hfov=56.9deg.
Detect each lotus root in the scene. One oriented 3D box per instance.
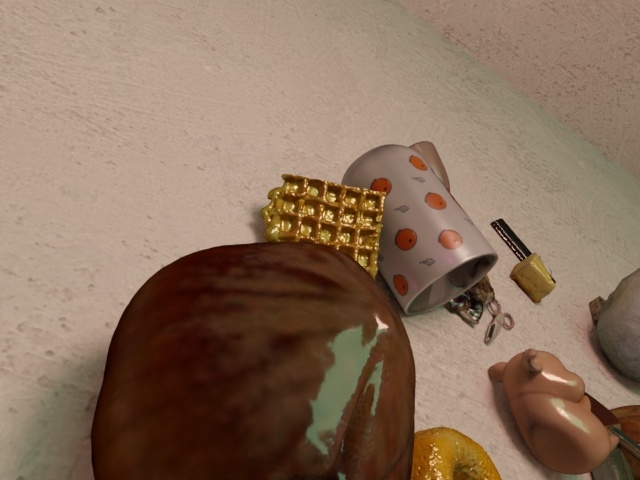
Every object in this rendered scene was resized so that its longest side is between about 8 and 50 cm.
[{"bbox_3d":[0.750,0.440,1.310,0.199,0.180,0.188,32,39,-16],"label":"lotus root"}]

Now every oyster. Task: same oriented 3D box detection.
[{"bbox_3d":[0.316,0.040,1.370,0.271,0.100,0.275,46,27,-23],"label":"oyster"}]

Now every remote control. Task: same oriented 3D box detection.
[{"bbox_3d":[0.584,0.035,1.707,0.063,0.025,0.245,-18,66,-48],"label":"remote control"}]

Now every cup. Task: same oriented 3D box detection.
[{"bbox_3d":[0.182,-0.034,1.214,0.212,0.212,0.317,-4,54,-47],"label":"cup"}]

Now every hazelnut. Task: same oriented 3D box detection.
[{"bbox_3d":[-0.066,0.181,0.646,0.359,0.359,0.409,24,30,-26],"label":"hazelnut"}]

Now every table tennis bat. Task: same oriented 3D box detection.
[{"bbox_3d":[0.593,0.384,1.257,0.154,0.021,0.274,5,25,-38],"label":"table tennis bat"}]

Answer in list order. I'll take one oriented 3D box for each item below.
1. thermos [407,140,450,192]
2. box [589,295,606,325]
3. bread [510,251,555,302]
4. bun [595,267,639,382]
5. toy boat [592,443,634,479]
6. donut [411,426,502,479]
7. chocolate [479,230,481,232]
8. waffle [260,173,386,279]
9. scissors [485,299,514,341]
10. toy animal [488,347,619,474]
[{"bbox_3d":[0.293,-0.148,1.555,0.193,0.105,0.137,68,10,26],"label":"thermos"},{"bbox_3d":[0.835,0.218,1.745,0.062,0.045,0.098,37,34,-9],"label":"box"},{"bbox_3d":[0.579,0.097,1.580,0.109,0.084,0.080,48,36,8],"label":"bread"},{"bbox_3d":[0.914,0.219,1.600,0.362,0.361,0.211,29,5,-20],"label":"bun"},{"bbox_3d":[0.601,0.491,1.185,0.085,0.078,0.260,15,37,-6],"label":"toy boat"},{"bbox_3d":[0.191,0.390,0.866,0.253,0.118,0.253,42,27,-27],"label":"donut"},{"bbox_3d":[0.355,-0.022,1.399,0.064,0.031,0.100,50,2,-19],"label":"chocolate"},{"bbox_3d":[0.000,0.000,1.071,0.230,0.057,0.218,9,71,-10],"label":"waffle"},{"bbox_3d":[0.406,0.191,1.362,0.085,0.022,0.176,50,31,4],"label":"scissors"},{"bbox_3d":[0.447,0.329,1.144,0.154,0.166,0.250,-17,69,-38],"label":"toy animal"}]
